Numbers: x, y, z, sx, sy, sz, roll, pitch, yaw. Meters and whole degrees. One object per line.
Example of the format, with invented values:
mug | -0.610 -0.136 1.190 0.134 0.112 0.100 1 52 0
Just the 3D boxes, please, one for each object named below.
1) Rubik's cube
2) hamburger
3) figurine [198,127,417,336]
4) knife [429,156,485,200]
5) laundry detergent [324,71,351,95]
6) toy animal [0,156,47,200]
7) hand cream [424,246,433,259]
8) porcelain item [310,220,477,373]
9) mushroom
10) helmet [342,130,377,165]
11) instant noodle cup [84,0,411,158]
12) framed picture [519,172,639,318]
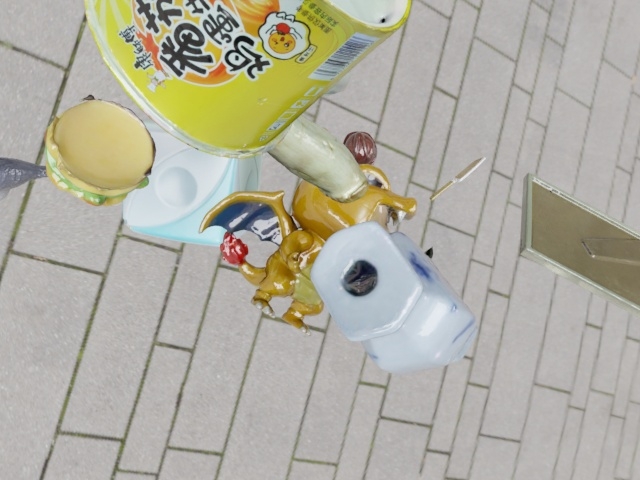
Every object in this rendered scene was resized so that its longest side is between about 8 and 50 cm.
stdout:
Rubik's cube | -0.389 -0.195 1.916 0.352 0.347 0.351 13 106 5
hamburger | -0.485 -0.178 1.329 0.237 0.149 0.237 13 66 -30
figurine | -0.019 -0.015 1.309 0.401 0.268 0.387 37 87 -30
knife | 0.493 -0.218 2.170 0.256 0.046 0.022 -38 112 -10
laundry detergent | -0.034 -0.395 1.346 0.264 0.398 0.124 25 110 13
toy animal | -0.807 -0.157 1.551 0.081 0.206 0.367 56 21 20
hand cream | 0.210 0.051 1.327 0.023 0.122 0.036 27 58 -12
porcelain item | 0.146 0.117 1.079 0.178 0.242 0.405 -38 149 10
mushroom | -0.040 -0.150 0.917 0.333 0.107 0.087 30 84 -48
helmet | 0.094 -0.233 1.496 0.089 0.057 0.111 -7 71 4
instant noodle cup | -0.056 -0.234 0.567 0.264 0.200 0.264 22 57 -38
framed picture | 0.492 0.020 1.060 0.324 0.020 0.240 27 41 -4
